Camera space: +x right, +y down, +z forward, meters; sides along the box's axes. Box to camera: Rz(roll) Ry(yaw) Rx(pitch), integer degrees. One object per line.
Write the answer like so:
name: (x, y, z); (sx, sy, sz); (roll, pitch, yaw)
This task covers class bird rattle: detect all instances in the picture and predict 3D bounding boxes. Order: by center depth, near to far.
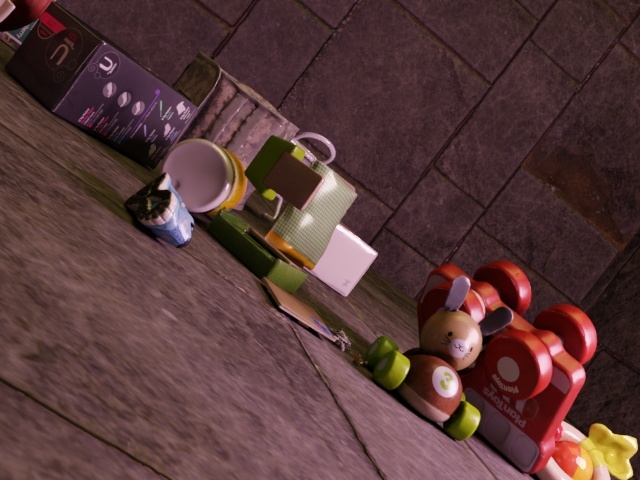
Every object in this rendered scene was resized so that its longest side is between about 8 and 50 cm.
bird rattle: (0.408, 0.344, 1.536); (0.253, 0.143, 0.207); (40, 27, -11)

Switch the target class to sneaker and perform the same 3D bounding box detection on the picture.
sneaker: (-0.191, -0.030, 1.128); (0.073, 0.063, 0.162); (55, 0, -24)

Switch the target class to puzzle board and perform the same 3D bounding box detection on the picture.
puzzle board: (-0.034, 0.097, 1.294); (0.096, 0.011, 0.128); (35, 4, -20)

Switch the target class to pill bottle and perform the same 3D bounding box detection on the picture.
pill bottle: (-0.186, -0.101, 1.534); (0.117, 0.118, 0.208); (38, 3, 4)

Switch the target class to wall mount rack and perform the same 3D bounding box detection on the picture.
wall mount rack: (-0.145, -0.182, 2.268); (0.304, 0.131, 0.350); (38, -37, -28)

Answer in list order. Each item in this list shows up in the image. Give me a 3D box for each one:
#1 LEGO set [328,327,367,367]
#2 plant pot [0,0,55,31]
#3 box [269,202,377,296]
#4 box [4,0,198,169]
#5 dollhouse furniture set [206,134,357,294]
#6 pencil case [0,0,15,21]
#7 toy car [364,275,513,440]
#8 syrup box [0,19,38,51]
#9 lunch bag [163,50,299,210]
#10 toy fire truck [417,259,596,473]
LEGO set: (0.037, 0.144, 1.296); (0.083, 0.023, 0.054); (38, 3, 20)
plant pot: (-0.571, -0.467, 1.472); (0.272, 0.272, 0.265); (37, 11, -9)
box: (0.000, 0.000, 2.093); (0.148, 0.121, 0.311); (36, 3, -22)
box: (-0.366, -0.259, 1.575); (0.165, 0.143, 0.270); (39, 4, 31)
dollhouse furniture set: (-0.011, -0.018, 1.523); (0.151, 0.198, 0.301); (38, 3, 30)
pencil case: (-0.565, -0.390, 1.113); (0.410, 0.160, 0.183); (36, 18, -20)
toy car: (0.182, 0.151, 1.293); (0.155, 0.188, 0.149); (37, 3, -11)
syrup box: (-0.630, -0.454, 1.924); (0.236, 0.093, 0.096); (38, 3, -3)
lunch bag: (-0.231, -0.243, 2.001); (0.287, 0.235, 0.169); (38, 6, 10)
toy fire truck: (0.264, 0.191, 1.449); (0.169, 0.254, 0.302); (-19, 47, -43)
